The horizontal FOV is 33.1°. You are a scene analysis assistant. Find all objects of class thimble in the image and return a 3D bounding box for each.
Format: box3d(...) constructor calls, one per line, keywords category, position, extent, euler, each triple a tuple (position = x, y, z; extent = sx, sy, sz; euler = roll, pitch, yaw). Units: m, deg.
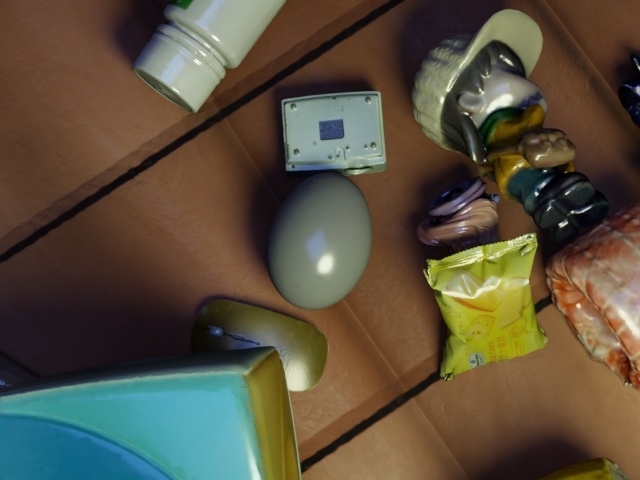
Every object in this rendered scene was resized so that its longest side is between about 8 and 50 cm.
box3d(category="thimble", position=(0.417, 0.075, 1.432), extent=(0.162, 0.239, 0.239), euler=(-35, 80, -5))

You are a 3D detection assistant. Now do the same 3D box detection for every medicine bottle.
box3d(category="medicine bottle", position=(-0.161, -0.312, 1.574), extent=(0.139, 0.139, 0.236), euler=(34, 85, 8))

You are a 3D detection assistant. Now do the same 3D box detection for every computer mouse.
box3d(category="computer mouse", position=(-0.088, 0.149, 1.537), extent=(0.199, 0.045, 0.102), euler=(18, 79, 5))

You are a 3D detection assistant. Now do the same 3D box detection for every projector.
box3d(category="projector", position=(0.019, -0.155, 1.576), extent=(0.147, 0.061, 0.115), euler=(-5, 82, 3))

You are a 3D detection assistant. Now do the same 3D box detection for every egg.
box3d(category="egg", position=(0.000, 0.000, 1.506), extent=(0.147, 0.146, 0.198), euler=(19, 75, 6))

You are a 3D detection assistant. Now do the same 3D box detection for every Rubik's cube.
box3d(category="Rubik's cube", position=(-0.204, 0.324, 1.344), extent=(0.352, 0.347, 0.352), euler=(-10, 88, 3))

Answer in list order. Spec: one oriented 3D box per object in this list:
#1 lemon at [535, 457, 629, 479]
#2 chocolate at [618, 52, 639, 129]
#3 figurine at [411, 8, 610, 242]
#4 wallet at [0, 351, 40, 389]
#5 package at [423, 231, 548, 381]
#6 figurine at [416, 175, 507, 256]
box3d(category="lemon", position=(0.310, 0.467, 1.320), extent=(0.364, 0.364, 0.364), euler=(0, 80, 3))
box3d(category="chocolate", position=(0.506, -0.116, 1.512), extent=(0.148, 0.126, 0.343), euler=(-13, 77, -24))
box3d(category="figurine", position=(0.241, -0.142, 1.466), extent=(0.205, 0.185, 0.332), euler=(-25, 59, 22))
box3d(category="wallet", position=(-0.459, 0.229, 1.545), extent=(0.153, 0.039, 0.118), euler=(29, 81, 6))
box3d(category="package", position=(0.225, 0.092, 1.467), extent=(0.168, 0.226, 0.090), euler=(-18, 36, -1))
box3d(category="figurine", position=(0.208, -0.006, 1.515), extent=(0.126, 0.114, 0.157), euler=(-25, 81, 14))
